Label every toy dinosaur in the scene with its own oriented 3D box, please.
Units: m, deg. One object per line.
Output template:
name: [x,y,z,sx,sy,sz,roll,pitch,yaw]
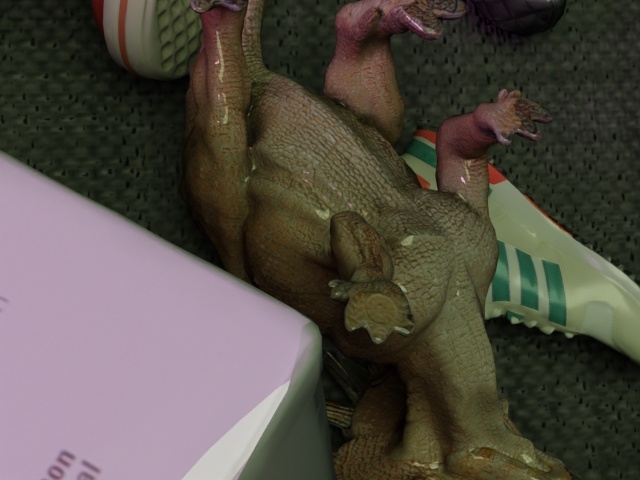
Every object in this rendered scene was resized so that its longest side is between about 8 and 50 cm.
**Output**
toy dinosaur: [0.000,0.000,0.635,0.127,0.200,0.295,-19,63,-26]

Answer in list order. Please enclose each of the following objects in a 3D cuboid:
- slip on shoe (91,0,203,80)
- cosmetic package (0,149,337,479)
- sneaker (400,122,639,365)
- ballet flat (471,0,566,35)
slip on shoe: [-0.078,-0.234,0.694,0.101,0.123,0.331,-2,82,20]
cosmetic package: [-0.224,0.023,0.462,0.453,0.230,0.161,28,71,13]
sneaker: [0.088,0.020,0.700,0.161,0.057,0.075,40,89,-3]
ballet flat: [0.061,-0.173,0.732,0.057,0.049,0.173,-43,90,-19]
